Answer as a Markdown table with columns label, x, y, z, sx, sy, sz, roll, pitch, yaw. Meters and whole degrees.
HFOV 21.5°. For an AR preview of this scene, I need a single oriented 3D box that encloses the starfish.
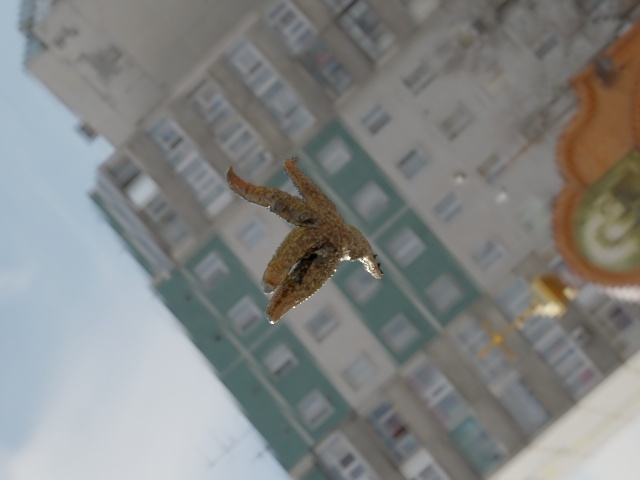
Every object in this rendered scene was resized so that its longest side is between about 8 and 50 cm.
| label | x | y | z | sx | sy | sz | roll | pitch | yaw |
| --- | --- | --- | --- | --- | --- | --- | --- | --- | --- |
| starfish | 0.003 | -0.004 | 1.054 | 0.130 | 0.041 | 0.133 | 18 | -128 | -40 |
